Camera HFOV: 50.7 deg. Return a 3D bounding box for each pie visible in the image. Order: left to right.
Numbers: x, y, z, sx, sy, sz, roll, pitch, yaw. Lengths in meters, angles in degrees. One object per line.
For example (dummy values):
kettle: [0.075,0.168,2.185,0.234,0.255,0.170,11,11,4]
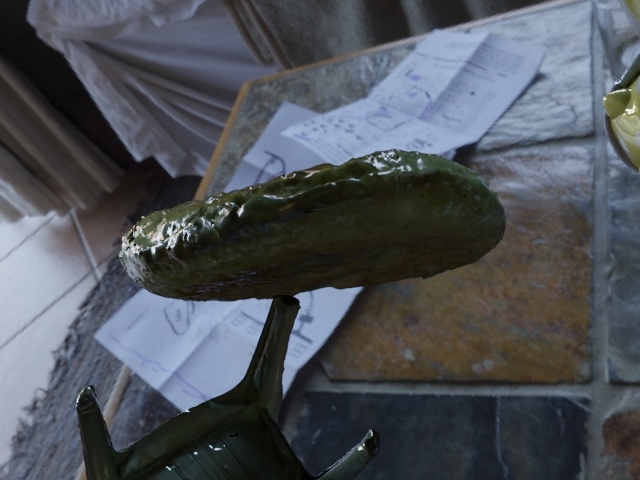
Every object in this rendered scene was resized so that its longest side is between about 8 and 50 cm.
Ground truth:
pie: [0.000,0.000,0.544,0.323,0.323,0.070,-12,78,27]

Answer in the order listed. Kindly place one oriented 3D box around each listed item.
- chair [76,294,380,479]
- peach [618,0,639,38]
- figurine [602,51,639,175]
chair: [-0.071,0.223,0.558,0.203,0.275,0.190,-25,59,-32]
peach: [0.419,-0.274,0.609,0.281,0.315,0.314,-30,-1,23]
figurine: [0.278,-0.095,0.450,0.184,0.128,0.208,-29,7,41]
